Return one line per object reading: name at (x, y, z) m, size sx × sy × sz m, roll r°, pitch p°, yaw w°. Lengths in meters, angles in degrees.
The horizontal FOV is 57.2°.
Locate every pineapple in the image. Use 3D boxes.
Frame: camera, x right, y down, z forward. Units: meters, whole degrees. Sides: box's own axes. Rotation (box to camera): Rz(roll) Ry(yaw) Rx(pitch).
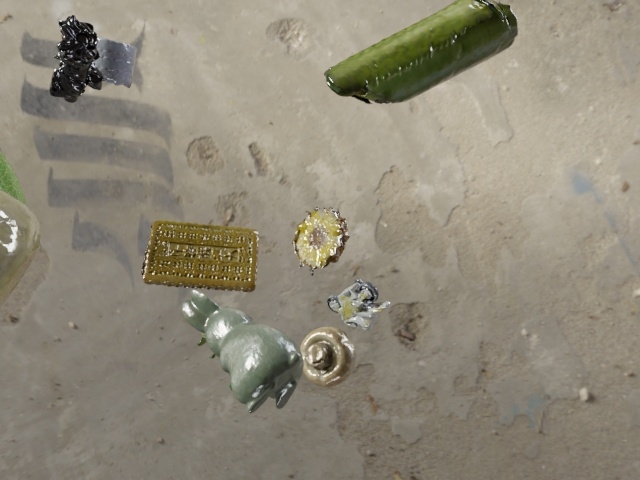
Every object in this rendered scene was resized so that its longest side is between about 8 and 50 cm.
pineapple at (0.000, 0.000, 1.769) m, size 0.047 × 0.221 × 0.221 m, roll 23°, pitch 66°, yaw -49°

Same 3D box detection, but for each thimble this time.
thimble at (-0.571, -0.484, 1.591) m, size 0.127 × 0.151 × 0.118 m, roll 7°, pitch 103°, yaw -22°

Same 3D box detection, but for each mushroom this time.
mushroom at (0.018, 0.316, 1.607) m, size 0.166 × 0.127 × 0.166 m, roll -7°, pitch 70°, yaw 19°

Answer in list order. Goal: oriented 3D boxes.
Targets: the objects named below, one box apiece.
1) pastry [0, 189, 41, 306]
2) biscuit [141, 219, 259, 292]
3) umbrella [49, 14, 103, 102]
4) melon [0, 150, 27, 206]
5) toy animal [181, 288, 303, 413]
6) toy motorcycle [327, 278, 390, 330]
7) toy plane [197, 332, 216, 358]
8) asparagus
pastry at (-0.312, 0.025, 0.508) m, size 0.092 × 0.156 × 0.156 m, roll 35°, pitch 68°, yaw -15°
biscuit at (-0.269, 0.031, 1.331) m, size 0.254 × 0.029 × 0.172 m, roll 5°, pitch 55°, yaw -8°
umbrella at (-0.592, -0.420, 1.426) m, size 0.110 × 0.272 × 0.122 m, roll 46°, pitch 57°, yaw -2°
melon at (-0.693, -0.114, 1.203) m, size 0.124 × 0.196 × 0.324 m, roll -10°, pitch 120°, yaw -11°
toy animal at (-0.119, 0.159, 0.927) m, size 0.108 × 0.138 × 0.236 m, roll 22°, pitch 22°, yaw -48°
toy motorcycle at (0.114, 0.197, 1.714) m, size 0.074 × 0.228 × 0.151 m, roll -39°, pitch 97°, yaw -40°
toy plane at (-0.232, 0.228, 1.382) m, size 0.111 × 0.040 × 0.102 m, roll 8°, pitch 82°, yaw -19°
asparagus at (0.152, -0.286, 0.924) m, size 0.382 × 0.128 × 0.108 m, roll -32°, pitch 94°, yaw -24°
